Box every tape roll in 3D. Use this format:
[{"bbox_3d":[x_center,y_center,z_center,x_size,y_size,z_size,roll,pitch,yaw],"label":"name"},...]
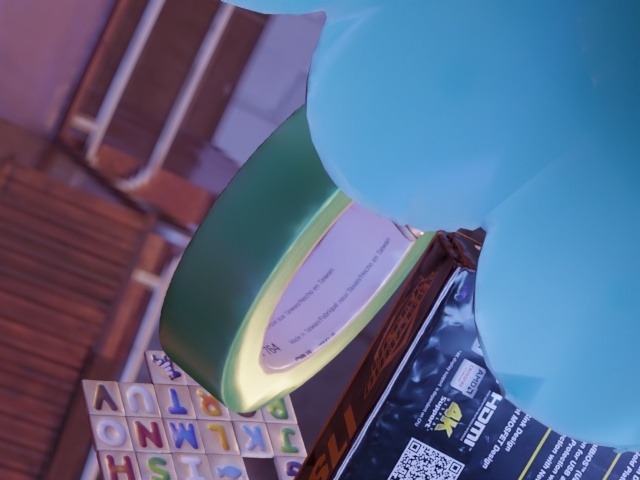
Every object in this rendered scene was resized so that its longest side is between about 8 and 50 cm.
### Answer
[{"bbox_3d":[0.000,0.000,1.490,0.077,0.321,0.321,39,-73,17],"label":"tape roll"}]

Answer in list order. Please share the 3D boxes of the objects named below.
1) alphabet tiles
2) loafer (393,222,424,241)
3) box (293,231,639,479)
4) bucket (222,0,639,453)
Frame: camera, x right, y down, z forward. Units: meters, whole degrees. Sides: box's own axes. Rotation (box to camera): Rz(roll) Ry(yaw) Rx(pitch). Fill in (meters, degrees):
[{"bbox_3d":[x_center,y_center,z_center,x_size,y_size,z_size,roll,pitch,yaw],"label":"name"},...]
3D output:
[{"bbox_3d":[-0.116,0.192,1.706,0.009,0.237,0.198,-50,-134,39],"label":"alphabet tiles"},{"bbox_3d":[0.058,-0.037,1.108,0.039,0.045,0.125,-34,-164,9],"label":"loafer"},{"bbox_3d":[0.090,0.194,0.815,0.322,0.257,0.079,-61,-170,10],"label":"box"},{"bbox_3d":[0.115,-0.035,0.241,0.183,0.281,0.281,-40,-147,-5],"label":"bucket"}]
